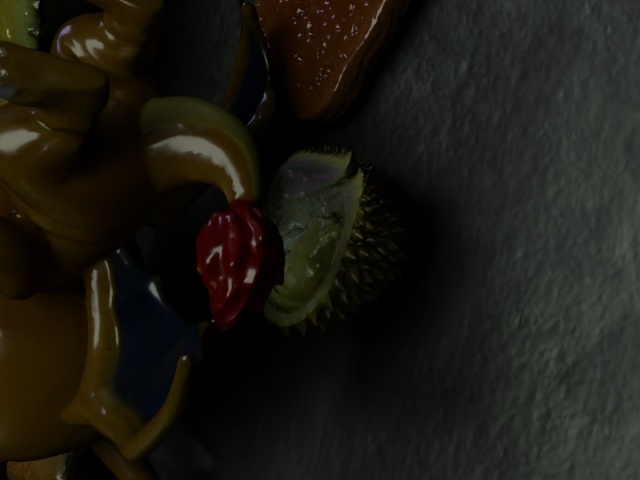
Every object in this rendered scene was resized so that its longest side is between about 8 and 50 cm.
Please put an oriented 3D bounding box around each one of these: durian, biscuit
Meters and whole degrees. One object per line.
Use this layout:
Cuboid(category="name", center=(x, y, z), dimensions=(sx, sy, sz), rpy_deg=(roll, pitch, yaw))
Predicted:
Cuboid(category="durian", center=(0.000, 0.000, 1.092), dimensions=(0.208, 0.102, 0.146), rpy_deg=(30, 101, 61))
Cuboid(category="biscuit", center=(-0.002, -0.207, 1.153), dimensions=(0.186, 0.036, 0.192), rpy_deg=(42, 110, 37))

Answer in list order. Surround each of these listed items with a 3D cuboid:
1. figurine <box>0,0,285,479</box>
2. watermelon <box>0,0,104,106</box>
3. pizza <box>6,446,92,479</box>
Cuboid(category="figurine", center=(-0.185, 0.023, 1.036), dimensions=(0.401, 0.268, 0.387), rpy_deg=(-97, 26, -47))
Cuboid(category="watermelon", center=(-0.287, -0.240, 1.281), dimensions=(0.331, 0.189, 0.330), rpy_deg=(25, 132, 31))
Cuboid(category="pizza", center=(-0.261, 0.098, 1.292), dimensions=(0.182, 0.074, 0.365), rpy_deg=(-51, 56, 23))
